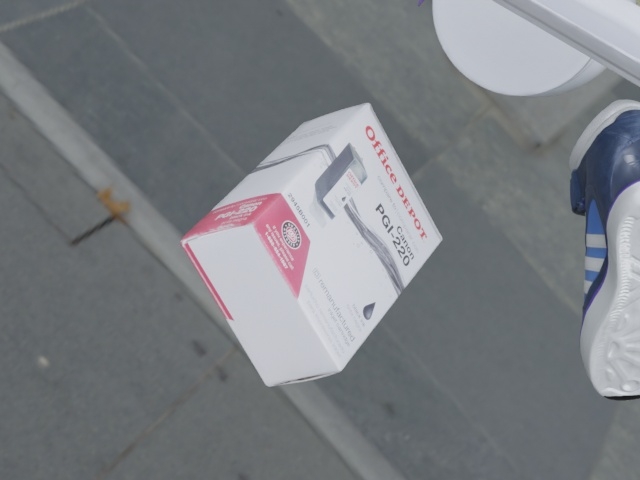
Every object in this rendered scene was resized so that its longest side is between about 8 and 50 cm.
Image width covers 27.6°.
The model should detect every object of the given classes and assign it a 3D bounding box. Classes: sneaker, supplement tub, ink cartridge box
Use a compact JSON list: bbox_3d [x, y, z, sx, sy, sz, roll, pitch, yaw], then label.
[{"bbox_3d":[0.354,-0.003,1.501,0.130,0.323,0.236,-3,40,2],"label":"sneaker"},{"bbox_3d":[0.280,-0.307,1.591,0.235,0.235,0.325,48,29,2],"label":"supplement tub"},{"bbox_3d":[0.000,0.000,1.157,0.159,0.092,0.218,60,40,-17],"label":"ink cartridge box"}]

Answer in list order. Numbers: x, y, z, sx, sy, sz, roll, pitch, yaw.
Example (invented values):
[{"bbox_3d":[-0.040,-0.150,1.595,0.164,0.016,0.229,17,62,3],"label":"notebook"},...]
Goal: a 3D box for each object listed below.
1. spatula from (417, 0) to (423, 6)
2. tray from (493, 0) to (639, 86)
[{"bbox_3d":[0.174,-0.432,1.932,0.030,0.084,0.296,24,-13,8],"label":"spatula"},{"bbox_3d":[0.251,-0.184,1.142,0.270,0.030,0.145,33,30,12],"label":"tray"}]
